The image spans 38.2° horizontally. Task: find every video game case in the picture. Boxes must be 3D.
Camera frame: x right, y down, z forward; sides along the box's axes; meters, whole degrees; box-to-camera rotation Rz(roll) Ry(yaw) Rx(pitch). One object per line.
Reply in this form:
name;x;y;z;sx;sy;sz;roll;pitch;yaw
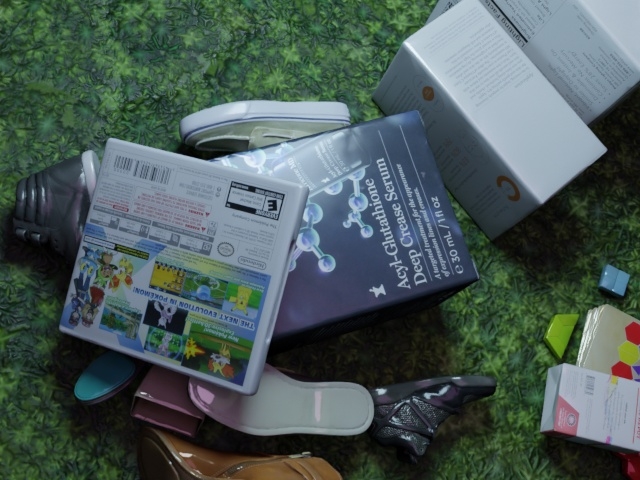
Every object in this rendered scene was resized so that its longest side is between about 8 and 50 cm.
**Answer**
video game case;-0.201;0.031;1.323;0.329;0.036;0.300;15;91;21

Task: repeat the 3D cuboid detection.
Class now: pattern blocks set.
pattern blocks set;0.519;0.219;1.610;0.285;0.026;0.325;35;71;0

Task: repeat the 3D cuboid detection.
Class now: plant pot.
plant pot;-0.221;0.228;1.419;0.109;0.109;0.096;21;61;-5

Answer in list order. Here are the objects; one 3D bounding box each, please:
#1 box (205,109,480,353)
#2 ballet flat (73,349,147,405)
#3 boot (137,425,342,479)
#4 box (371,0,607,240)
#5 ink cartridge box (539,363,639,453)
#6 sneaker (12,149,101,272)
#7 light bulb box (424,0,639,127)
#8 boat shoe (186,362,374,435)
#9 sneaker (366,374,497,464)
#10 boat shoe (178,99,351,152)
box;0.000;0.000;1.472;0.395;0.212;0.293;-16;78;-15
ballet flat;-0.293;0.185;1.431;0.074;0.074;0.203;40;68;2
boot;-0.123;0.341;1.389;0.220;0.283;0.109;-7;106;-44
box;0.279;-0.203;1.585;0.168;0.215;0.345;-37;84;-19
ink cartridge box;0.474;0.285;1.532;0.198;0.067;0.115;15;72;-5
sneaker;-0.395;0.016;1.453;0.147;0.104;0.296;-13;83;0
light bulb box;0.417;-0.384;1.591;0.225;0.361;0.358;-37;84;-20
boat shoe;-0.069;0.245;1.405;0.305;0.091;0.109;14;74;-26
sneaker;0.182;0.286;1.493;0.227;0.087;0.130;-10;78;-11
boat shoe;-0.085;-0.178;1.563;0.302;0.109;0.094;-6;77;-16
